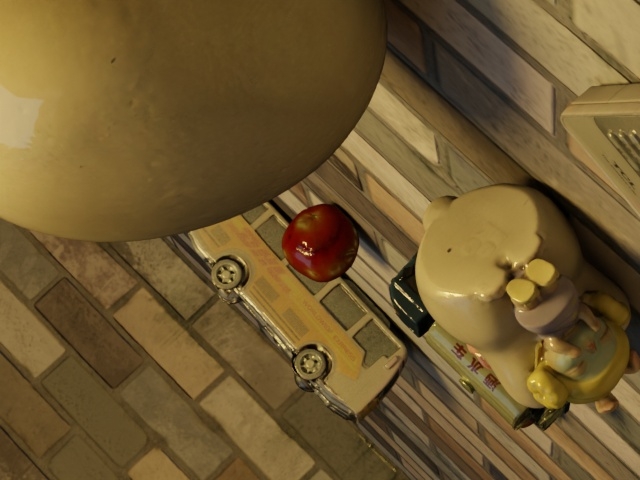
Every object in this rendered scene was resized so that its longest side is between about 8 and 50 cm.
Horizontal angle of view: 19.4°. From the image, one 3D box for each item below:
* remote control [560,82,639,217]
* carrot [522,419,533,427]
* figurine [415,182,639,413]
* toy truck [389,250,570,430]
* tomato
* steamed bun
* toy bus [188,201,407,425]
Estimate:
[{"bbox_3d":[0.212,-0.042,1.016,0.103,0.034,0.250,48,171,-13],"label":"remote control"},{"bbox_3d":[0.178,0.137,1.956,0.139,0.048,0.048,44,171,22],"label":"carrot"},{"bbox_3d":[0.178,0.067,1.422,0.155,0.127,0.235,21,161,48],"label":"figurine"},{"bbox_3d":[0.152,0.094,1.748,0.202,0.088,0.074,44,173,17],"label":"toy truck"},{"bbox_3d":[0.000,0.000,2.071,0.087,0.087,0.075,41,168,31],"label":"tomato"},{"bbox_3d":[-0.113,-0.117,1.252,0.324,0.324,0.206,72,-175,-71],"label":"steamed bun"},{"bbox_3d":[-0.034,0.078,2.404,0.342,0.138,0.097,46,170,12],"label":"toy bus"}]
